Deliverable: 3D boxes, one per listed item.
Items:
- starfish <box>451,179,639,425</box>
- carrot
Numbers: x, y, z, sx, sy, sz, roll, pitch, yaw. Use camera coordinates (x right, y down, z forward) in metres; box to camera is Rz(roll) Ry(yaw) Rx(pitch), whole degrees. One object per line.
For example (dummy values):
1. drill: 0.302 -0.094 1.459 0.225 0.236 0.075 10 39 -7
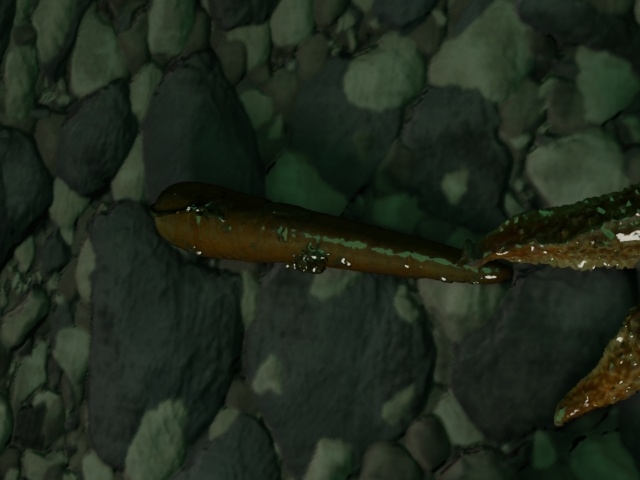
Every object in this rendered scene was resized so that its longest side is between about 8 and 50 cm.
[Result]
1. starfish: 0.208 -0.006 0.698 0.293 0.084 0.301 -42 64 19
2. carrot: 0.000 0.000 0.864 0.254 0.049 0.049 10 86 31
